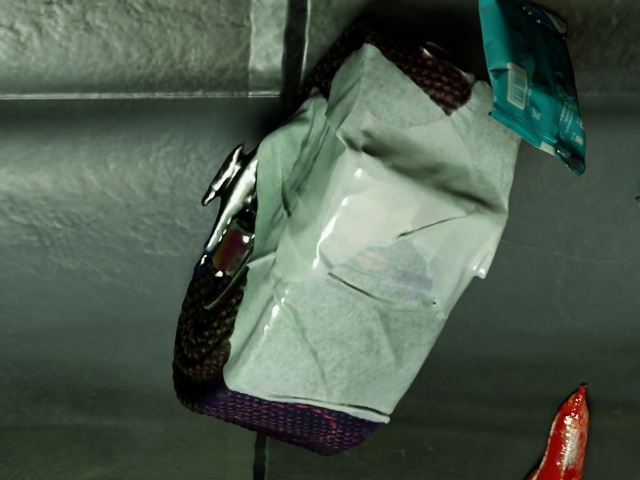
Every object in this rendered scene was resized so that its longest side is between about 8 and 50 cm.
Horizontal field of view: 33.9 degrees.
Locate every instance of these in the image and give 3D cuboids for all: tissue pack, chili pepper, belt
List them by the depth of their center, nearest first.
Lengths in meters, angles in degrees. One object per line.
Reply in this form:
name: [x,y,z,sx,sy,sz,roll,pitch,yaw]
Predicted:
tissue pack: [0.133,-0.109,0.656,0.085,0.138,0.028,26,132,-27]
belt: [0.000,0.000,0.686,0.164,0.184,0.289,23,114,-20]
chili pepper: [0.217,0.248,1.000,0.059,0.050,0.268,10,125,1]

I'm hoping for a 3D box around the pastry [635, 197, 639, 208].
pastry: [0.312,-0.043,0.776,0.153,0.081,0.153,-4,124,-6]
